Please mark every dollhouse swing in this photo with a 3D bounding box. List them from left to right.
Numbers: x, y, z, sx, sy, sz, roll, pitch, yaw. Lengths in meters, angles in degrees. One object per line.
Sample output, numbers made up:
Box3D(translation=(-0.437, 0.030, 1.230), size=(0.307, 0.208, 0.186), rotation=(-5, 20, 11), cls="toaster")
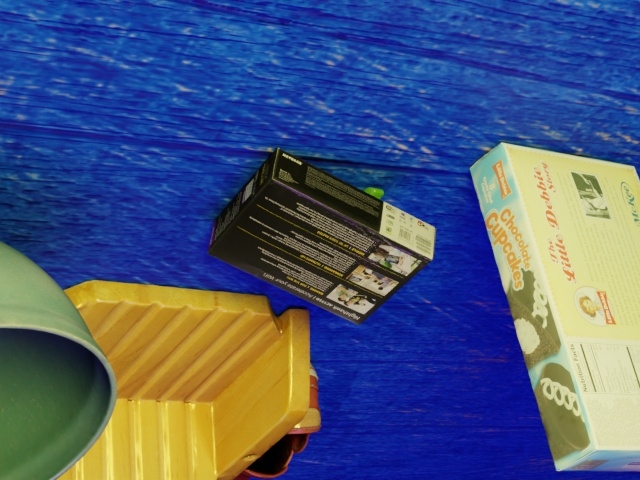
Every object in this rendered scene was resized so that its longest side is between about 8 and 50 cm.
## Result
Box3D(translation=(-0.194, 0.258, 1.457), size=(0.346, 0.305, 0.315), rotation=(8, 144, -34), cls="dollhouse swing")

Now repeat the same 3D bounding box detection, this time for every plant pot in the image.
Box3D(translation=(-0.349, 0.096, 1.178), size=(0.293, 0.196, 0.293), rotation=(-20, 145, -14), cls="plant pot")

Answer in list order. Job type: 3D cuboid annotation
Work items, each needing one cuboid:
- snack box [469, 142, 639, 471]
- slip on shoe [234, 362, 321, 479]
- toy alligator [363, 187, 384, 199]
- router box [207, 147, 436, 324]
Box3D(translation=(0.268, 0.063, 1.306), size=(0.187, 0.322, 0.060), rotation=(7, 148, -34), cls="snack box")
Box3D(translation=(-0.090, 0.264, 1.726), size=(0.123, 0.101, 0.331), rotation=(0, 149, -29), cls="slip on shoe")
Box3D(translation=(0.010, 0.014, 1.379), size=(0.056, 0.051, 0.189), rotation=(9, 143, -36), cls="toy alligator")
Box3D(translation=(0.000, 0.000, 1.291), size=(0.178, 0.046, 0.133), rotation=(27, 136, -19), cls="router box")
